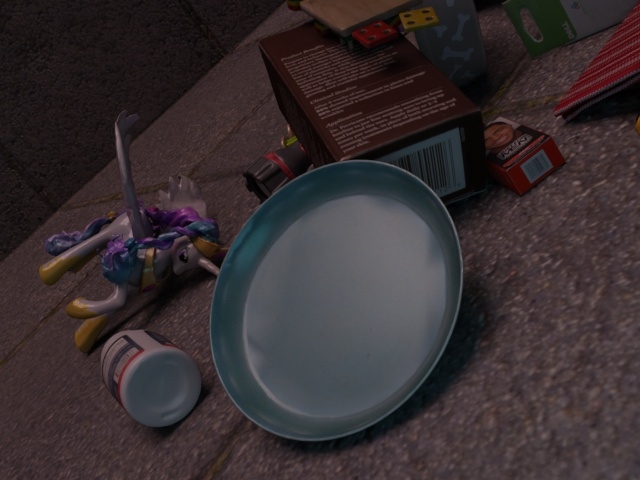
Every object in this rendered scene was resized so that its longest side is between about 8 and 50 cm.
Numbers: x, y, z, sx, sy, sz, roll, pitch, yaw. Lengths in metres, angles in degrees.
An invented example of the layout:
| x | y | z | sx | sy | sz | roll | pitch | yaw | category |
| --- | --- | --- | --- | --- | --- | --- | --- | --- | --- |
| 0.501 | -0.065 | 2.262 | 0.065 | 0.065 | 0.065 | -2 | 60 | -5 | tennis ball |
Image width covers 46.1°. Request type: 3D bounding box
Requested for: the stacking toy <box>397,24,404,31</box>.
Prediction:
| x | y | z | sx | sy | sz | roll | pitch | yaw | category |
| --- | --- | --- | --- | --- | --- | --- | --- | --- | --- |
| 0.171 | -0.493 | 1.783 | 0.221 | 0.052 | 0.167 | -41 | 22 | -3 | stacking toy |

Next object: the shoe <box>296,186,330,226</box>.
| x | y | z | sx | sy | sz | roll | pitch | yaw | category |
| --- | --- | --- | --- | --- | --- | --- | --- | --- | --- |
| 0.000 | 0.000 | 0.977 | 0.064 | 0.177 | 0.081 | 3 | 26 | 0 | shoe |

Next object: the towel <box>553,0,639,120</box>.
| x | y | z | sx | sy | sz | roll | pitch | yaw | category |
| --- | --- | --- | --- | --- | --- | --- | --- | --- | --- |
| 0.428 | -0.269 | 0.950 | 0.275 | 0.031 | 0.199 | -48 | 8 | -23 | towel |

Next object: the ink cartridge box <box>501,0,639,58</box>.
| x | y | z | sx | sy | sz | roll | pitch | yaw | category |
| --- | --- | --- | --- | --- | --- | --- | --- | --- | --- |
| 0.400 | -0.374 | 1.149 | 0.209 | 0.109 | 0.062 | -18 | 30 | 40 | ink cartridge box |

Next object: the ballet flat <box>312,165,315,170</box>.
| x | y | z | sx | sy | sz | roll | pitch | yaw | category |
| --- | --- | --- | --- | --- | --- | --- | --- | --- | --- |
| 0.024 | -0.157 | 1.280 | 0.084 | 0.058 | 0.249 | 4 | 50 | 11 | ballet flat |

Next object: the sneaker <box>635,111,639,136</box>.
| x | y | z | sx | sy | sz | roll | pitch | yaw | category |
| --- | --- | --- | --- | --- | --- | --- | --- | --- | --- |
| 0.407 | -0.136 | 0.742 | 0.083 | 0.084 | 0.215 | -44 | 13 | -15 | sneaker |

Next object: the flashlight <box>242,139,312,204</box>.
| x | y | z | sx | sy | sz | roll | pitch | yaw | category |
| --- | --- | --- | --- | --- | --- | --- | --- | --- | --- |
| -0.004 | -0.182 | 1.392 | 0.304 | 0.103 | 0.103 | -42 | 63 | -17 | flashlight |

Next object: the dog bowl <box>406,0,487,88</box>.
| x | y | z | sx | sy | sz | roll | pitch | yaw | category |
| --- | --- | --- | --- | --- | --- | --- | --- | --- | --- |
| 0.185 | -0.409 | 1.257 | 0.102 | 0.348 | 0.348 | -19 | 27 | 11 | dog bowl |

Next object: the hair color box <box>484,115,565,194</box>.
| x | y | z | sx | sy | sz | roll | pitch | yaw | category |
| --- | --- | --- | --- | --- | --- | --- | --- | --- | --- |
| 0.244 | -0.112 | 0.970 | 0.072 | 0.043 | 0.141 | -38 | 22 | 0 | hair color box |

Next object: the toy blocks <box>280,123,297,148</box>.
| x | y | z | sx | sy | sz | roll | pitch | yaw | category |
| --- | --- | --- | --- | --- | --- | --- | --- | --- | --- |
| -0.002 | -0.236 | 1.542 | 0.148 | 0.054 | 0.123 | -26 | 25 | 24 | toy blocks |

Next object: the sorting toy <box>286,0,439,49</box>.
| x | y | z | sx | sy | sz | roll | pitch | yaw | category |
| --- | --- | --- | --- | --- | --- | --- | --- | --- | --- |
| 0.064 | -0.324 | 1.079 | 0.132 | 0.046 | 0.274 | -27 | 41 | -14 | sorting toy |

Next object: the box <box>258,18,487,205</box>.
| x | y | z | sx | sy | sz | roll | pitch | yaw | category |
| --- | --- | --- | --- | --- | --- | --- | --- | --- | --- |
| 0.060 | -0.186 | 1.065 | 0.191 | 0.143 | 0.381 | -21 | 43 | -5 | box |

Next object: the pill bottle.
| x | y | z | sx | sy | sz | roll | pitch | yaw | category |
| --- | --- | --- | --- | --- | --- | --- | --- | --- | --- |
| -0.244 | 0.182 | 1.046 | 0.108 | 0.108 | 0.180 | -45 | 24 | -17 | pill bottle |

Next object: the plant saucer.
| x | y | z | sx | sy | sz | roll | pitch | yaw | category |
| --- | --- | --- | --- | --- | --- | --- | --- | --- | --- |
| 0.014 | 0.062 | 0.827 | 0.318 | 0.044 | 0.317 | -14 | 62 | 29 | plant saucer |

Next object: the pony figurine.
| x | y | z | sx | sy | sz | roll | pitch | yaw | category |
| --- | --- | --- | --- | --- | --- | --- | --- | --- | --- |
| -0.341 | -0.010 | 1.405 | 0.364 | 0.303 | 0.350 | -28 | 57 | 13 | pony figurine |
